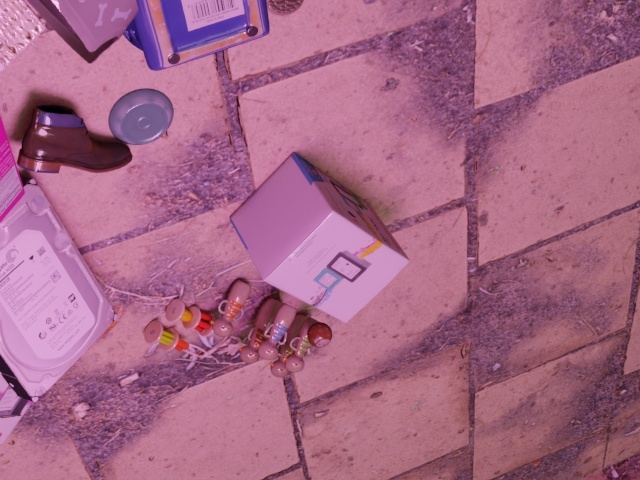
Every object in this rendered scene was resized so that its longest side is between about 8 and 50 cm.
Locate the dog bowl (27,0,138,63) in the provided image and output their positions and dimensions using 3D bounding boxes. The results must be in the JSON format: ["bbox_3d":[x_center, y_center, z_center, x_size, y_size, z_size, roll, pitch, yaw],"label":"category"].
[{"bbox_3d":[-0.385,-0.401,1.428,0.102,0.349,0.349,-43,138,-7],"label":"dog bowl"}]

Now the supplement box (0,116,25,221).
[{"bbox_3d":[-0.576,-0.133,1.695,0.111,0.114,0.220,14,136,16],"label":"supplement box"}]

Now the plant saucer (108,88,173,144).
[{"bbox_3d":[-0.316,-0.213,1.866,0.119,0.021,0.119,-16,135,-16],"label":"plant saucer"}]

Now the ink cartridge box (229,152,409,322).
[{"bbox_3d":[0.000,0.000,2.118,0.197,0.198,0.270,-45,137,13],"label":"ink cartridge box"}]

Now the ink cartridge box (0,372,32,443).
[{"bbox_3d":[-0.648,0.246,2.007,0.226,0.131,0.306,11,122,-49],"label":"ink cartridge box"}]

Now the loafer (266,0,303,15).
[{"bbox_3d":[-0.068,-0.503,1.690,0.102,0.092,0.269,-4,115,-29],"label":"loafer"}]

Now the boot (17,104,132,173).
[{"bbox_3d":[-0.408,-0.176,1.799,0.219,0.082,0.106,-9,123,-46],"label":"boot"}]

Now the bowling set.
[{"bbox_3d":[-0.085,0.217,2.252,0.287,0.200,0.154,32,83,-42],"label":"bowling set"}]

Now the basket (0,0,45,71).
[{"bbox_3d":[-0.493,-0.342,1.537,0.103,0.167,0.113,-41,138,-4],"label":"basket"}]

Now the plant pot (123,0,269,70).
[{"bbox_3d":[-0.206,-0.406,1.607,0.236,0.212,0.236,-20,136,-12],"label":"plant pot"}]

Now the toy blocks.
[{"bbox_3d":[-0.285,0.196,2.245,0.123,0.054,0.148,-45,137,13],"label":"toy blocks"}]

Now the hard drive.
[{"bbox_3d":[-0.522,0.088,1.865,0.237,0.064,0.339,-48,129,-34],"label":"hard drive"}]
